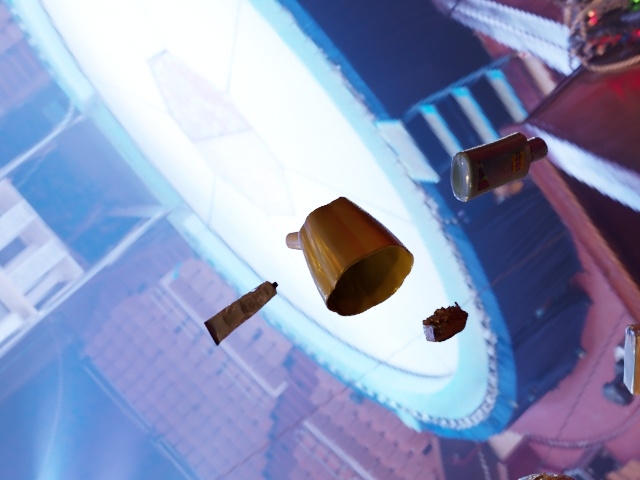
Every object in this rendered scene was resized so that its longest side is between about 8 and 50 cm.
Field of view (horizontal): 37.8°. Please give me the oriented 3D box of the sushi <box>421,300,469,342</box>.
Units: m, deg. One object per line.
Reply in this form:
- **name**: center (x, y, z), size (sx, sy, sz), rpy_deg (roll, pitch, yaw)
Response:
- **sushi**: center (0.212, 0.139, 1.583), size (0.052, 0.120, 0.055), rpy_deg (21, 118, 41)

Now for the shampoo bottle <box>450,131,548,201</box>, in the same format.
- **shampoo bottle**: center (0.375, -0.163, 1.934), size (0.061, 0.258, 0.104), rpy_deg (20, 122, 45)

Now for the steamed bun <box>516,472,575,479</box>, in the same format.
- **steamed bun**: center (0.449, 0.612, 1.997), size (0.166, 0.273, 0.232), rpy_deg (7, 105, 41)

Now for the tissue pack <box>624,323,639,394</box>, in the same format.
- **tissue pack**: center (0.480, 0.173, 1.353), size (0.059, 0.074, 0.094), rpy_deg (-95, 5, -76)

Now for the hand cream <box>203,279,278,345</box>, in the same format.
- **hand cream**: center (-0.083, 0.074, 1.013), size (0.030, 0.093, 0.019), rpy_deg (56, 169, -10)

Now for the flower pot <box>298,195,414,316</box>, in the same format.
- **flower pot**: center (0.054, 0.021, 1.810), size (0.179, 0.195, 0.195), rpy_deg (54, 170, 33)

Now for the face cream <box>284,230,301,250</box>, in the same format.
- **face cream**: center (0.000, 0.000, 2.142), size (0.182, 0.051, 0.072), rpy_deg (0, 163, 40)
